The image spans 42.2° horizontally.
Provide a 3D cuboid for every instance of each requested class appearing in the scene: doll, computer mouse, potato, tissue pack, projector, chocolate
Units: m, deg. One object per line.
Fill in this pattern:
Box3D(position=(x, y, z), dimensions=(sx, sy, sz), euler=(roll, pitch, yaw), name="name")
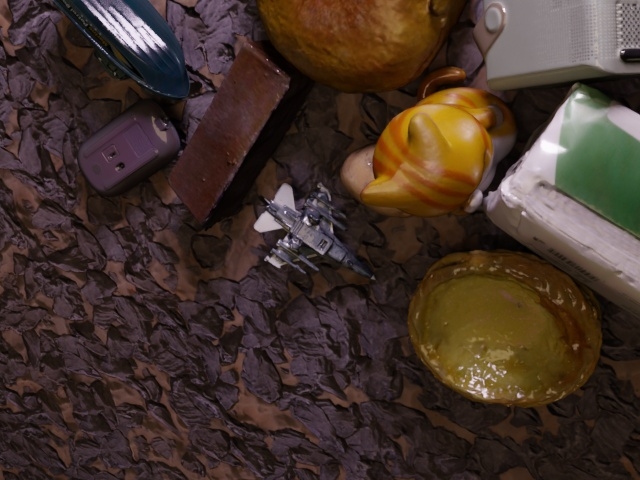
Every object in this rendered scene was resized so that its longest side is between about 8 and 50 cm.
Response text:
Box3D(position=(0.169, -0.122, 1.122), dimensions=(0.162, 0.269, 0.166), euler=(27, 116, 7), name="doll")
Box3D(position=(-0.336, -0.160, 1.455), dimensions=(0.232, 0.057, 0.120), euler=(-29, 98, 34), name="computer mouse")
Box3D(position=(0.102, -0.094, 1.263), dimensions=(0.147, 0.112, 0.112), euler=(26, 120, 5), name="potato")
Box3D(position=(0.402, -0.020, 1.051), dimensions=(0.357, 0.266, 0.193), euler=(34, 91, 7), name="tissue pack")
Box3D(position=(0.305, -0.278, 1.010), dimensions=(0.242, 0.164, 0.177), euler=(7, 102, 63), name="projector")
Box3D(position=(-0.134, -0.170, 1.335), dimensions=(0.112, 0.112, 0.321), euler=(42, 123, 12), name="chocolate")

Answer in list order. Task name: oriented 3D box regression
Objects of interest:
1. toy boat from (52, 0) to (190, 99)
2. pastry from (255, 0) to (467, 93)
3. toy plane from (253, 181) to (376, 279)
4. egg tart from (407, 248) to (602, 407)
Box3D(position=(-0.320, -0.337, 1.340), dimensions=(0.296, 0.114, 0.122), euler=(47, 142, -2), name="toy boat")
Box3D(position=(0.050, -0.371, 1.131), dimensions=(0.356, 0.164, 0.355), euler=(10, 118, 20), name="pastry")
Box3D(position=(-0.006, -0.003, 1.365), dimensions=(0.234, 0.082, 0.160), euler=(36, 95, 6), name="toy plane")
Box3D(position=(0.282, 0.121, 1.265), dimensions=(0.294, 0.123, 0.293), euler=(11, 120, 20), name="egg tart")
